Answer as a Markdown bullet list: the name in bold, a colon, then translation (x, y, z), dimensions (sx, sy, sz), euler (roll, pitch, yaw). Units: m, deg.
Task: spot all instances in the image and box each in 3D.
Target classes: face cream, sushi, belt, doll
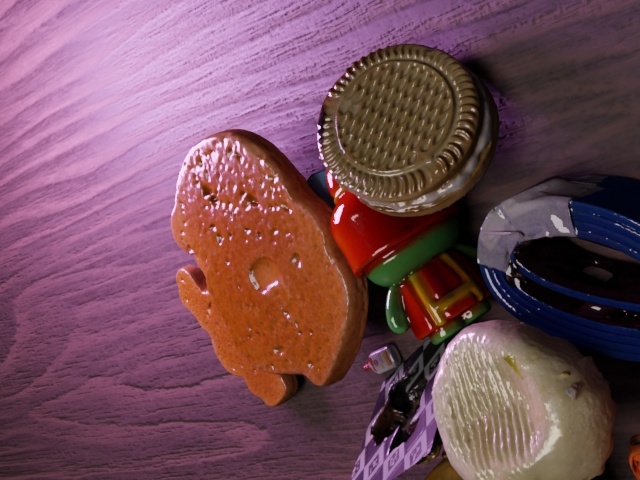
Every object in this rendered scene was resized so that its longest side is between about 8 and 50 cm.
- **face cream**: translation (0.100, 0.201, 1.983), dimensions (0.083, 0.021, 0.040), euler (-33, 79, 50)
- **sushi**: translation (0.150, 0.273, 1.814), dimensions (0.059, 0.294, 0.292), euler (30, 138, -8)
- **belt**: translation (0.372, 0.033, 1.539), dimensions (0.347, 0.117, 0.212), euler (18, 123, 41)
- **doll**: translation (0.111, -0.022, 1.747), dimensions (0.363, 0.182, 0.160), euler (56, 177, 18)

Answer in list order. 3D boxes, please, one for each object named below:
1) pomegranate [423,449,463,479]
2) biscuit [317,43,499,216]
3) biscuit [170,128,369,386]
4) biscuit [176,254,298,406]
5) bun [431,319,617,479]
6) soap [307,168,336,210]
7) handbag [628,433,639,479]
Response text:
- **pomegranate**: translation (0.271, 0.426, 1.720), dimensions (0.307, 0.307, 0.307), euler (23, 123, 39)
- **biscuit**: translation (0.118, -0.155, 1.654), dimensions (0.259, 0.079, 0.259), euler (-9, 67, 22)
- **biscuit**: translation (-0.081, 0.028, 1.937), dimensions (0.455, 0.078, 0.350), euler (60, 142, 11)
- **biscuit**: translation (-0.149, 0.156, 2.211), dimensions (0.334, 0.047, 0.202), euler (55, 140, 16)
- **bun**: translation (0.275, 0.229, 1.569), dimensions (0.259, 0.160, 0.259), euler (-3, 86, 49)
- **soap**: translation (0.000, 0.000, 1.953), dimensions (0.156, 0.077, 0.293), euler (56, 138, 13)
- **handbag**: translation (0.531, 0.352, 1.397), dimensions (0.410, 0.116, 0.303), euler (148, 99, -78)
